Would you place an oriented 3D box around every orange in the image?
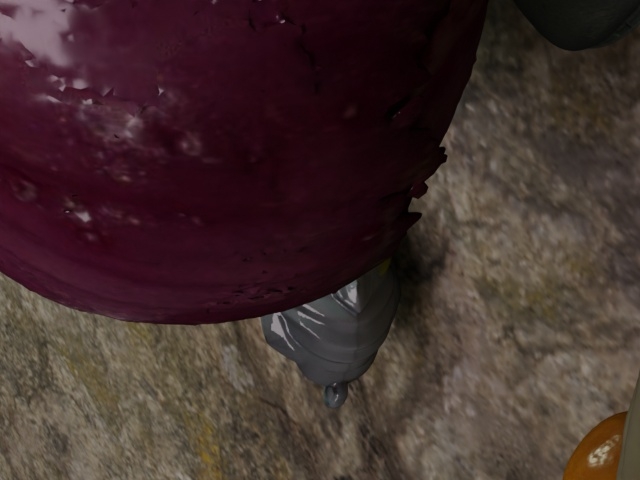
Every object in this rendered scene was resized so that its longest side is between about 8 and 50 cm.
[{"bbox_3d":[0.148,0.118,0.852,0.083,0.083,0.084,36,142,35],"label":"orange"}]

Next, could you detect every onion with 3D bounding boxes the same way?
[{"bbox_3d":[-0.079,-0.140,0.713,0.345,0.358,0.358,-15,107,14],"label":"onion"}]

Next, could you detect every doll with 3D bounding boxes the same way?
[{"bbox_3d":[0.000,0.000,0.984,0.094,0.079,0.180,-168,66,-70],"label":"doll"}]

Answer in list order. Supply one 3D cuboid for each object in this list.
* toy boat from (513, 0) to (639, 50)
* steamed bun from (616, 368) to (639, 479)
[{"bbox_3d":[0.118,-0.148,0.686,0.078,0.085,0.260,50,159,18],"label":"toy boat"},{"bbox_3d":[0.227,0.112,0.564,0.352,0.247,0.339,10,125,48],"label":"steamed bun"}]
